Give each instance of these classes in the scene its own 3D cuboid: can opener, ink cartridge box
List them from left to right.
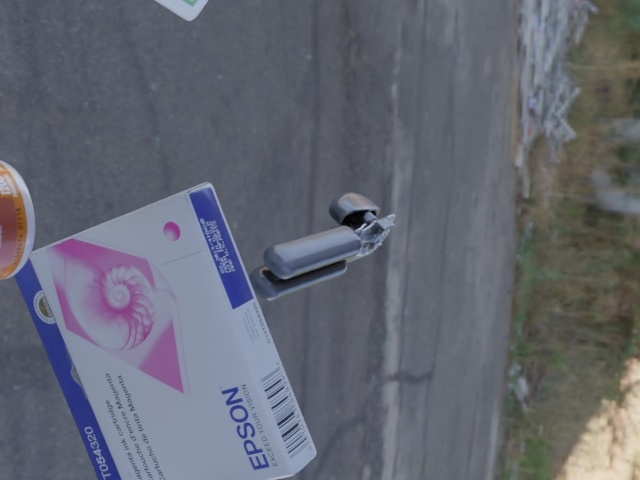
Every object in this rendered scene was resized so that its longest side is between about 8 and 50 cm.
[{"bbox_3d":[-0.205,0.137,1.127,0.071,0.330,0.324,-30,99,-61],"label":"ink cartridge box"},{"bbox_3d":[0.000,0.000,1.267,0.283,0.095,0.076,-16,147,-54],"label":"can opener"}]

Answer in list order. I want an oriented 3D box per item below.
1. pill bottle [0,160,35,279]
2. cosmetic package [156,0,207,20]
[{"bbox_3d":[-0.377,-0.012,0.885,0.216,0.121,0.121,-8,104,-53],"label":"pill bottle"},{"bbox_3d":[-0.171,-0.320,0.692,0.197,0.155,0.365,-52,162,10],"label":"cosmetic package"}]
